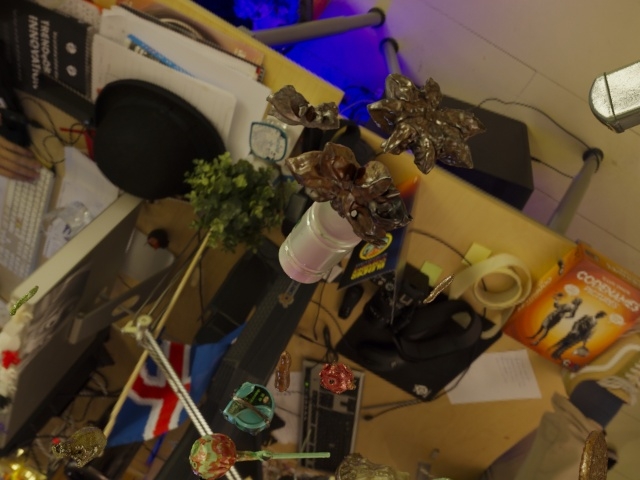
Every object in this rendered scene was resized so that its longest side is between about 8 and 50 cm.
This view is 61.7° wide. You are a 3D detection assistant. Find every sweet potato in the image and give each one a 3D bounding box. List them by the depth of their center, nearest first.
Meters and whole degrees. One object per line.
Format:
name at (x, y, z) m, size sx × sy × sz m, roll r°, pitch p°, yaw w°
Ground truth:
sweet potato at (0.324, 0.133, 1.459) m, size 0.026 × 0.026 × 0.115 m, roll 42°, pitch 95°, yaw -12°

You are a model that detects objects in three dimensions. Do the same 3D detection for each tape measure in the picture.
tape measure at (-0.195, 0.473, 1.522) m, size 0.146 × 0.125 × 0.081 m, roll 30°, pitch 145°, yaw 12°

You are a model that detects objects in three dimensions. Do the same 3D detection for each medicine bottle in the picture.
medicine bottle at (0.000, 0.000, 1.943) m, size 0.212 × 0.212 × 0.325 m, roll 33°, pitch 142°, yaw -6°

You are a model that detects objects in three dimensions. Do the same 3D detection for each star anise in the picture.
star anise at (0.035, -0.060, 0.615) m, size 0.167 × 0.057 × 0.168 m, roll 32°, pitch 158°, yaw 15°
star anise at (0.268, -0.293, 1.330) m, size 0.315 × 0.316 × 0.108 m, roll 22°, pitch 153°, yaw 3°
star anise at (-0.048, -0.404, 1.656) m, size 0.257 × 0.198 × 0.111 m, roll 11°, pitch 98°, yaw -14°

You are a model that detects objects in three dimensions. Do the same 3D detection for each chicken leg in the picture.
chicken leg at (-0.542, 0.465, 1.196) m, size 0.070 × 0.093 × 0.178 m, roll 13°, pitch 165°, yaw 5°

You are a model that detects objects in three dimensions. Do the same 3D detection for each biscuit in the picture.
biscuit at (0.611, 0.522, 1.202) m, size 0.027 × 0.188 × 0.188 m, roll 0°, pitch 125°, yaw 39°

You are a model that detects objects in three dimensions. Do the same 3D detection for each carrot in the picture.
carrot at (-0.081, 0.280, 1.151) m, size 0.035 × 0.036 × 0.165 m, roll 15°, pitch 138°, yaw 8°

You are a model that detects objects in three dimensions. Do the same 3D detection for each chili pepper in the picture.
chili pepper at (-0.665, 0.136, 1.201) m, size 0.030 × 0.083 × 0.017 m, roll -5°, pitch 133°, yaw 45°

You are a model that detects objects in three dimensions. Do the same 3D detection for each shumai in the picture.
shumai at (0.060, 0.380, 0.779) m, size 0.105 × 0.123 × 0.139 m, roll 1°, pitch 163°, yaw 41°

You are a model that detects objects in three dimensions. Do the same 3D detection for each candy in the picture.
candy at (-0.118, 0.437, 1.077) m, size 0.287 × 0.078 × 0.084 m, roll 7°, pitch 90°, yaw -17°

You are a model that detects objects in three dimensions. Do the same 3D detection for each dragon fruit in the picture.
dragon fruit at (0.055, 0.454, 1.734) m, size 0.112 × 0.068 × 0.127 m, roll -18°, pitch 109°, yaw 7°

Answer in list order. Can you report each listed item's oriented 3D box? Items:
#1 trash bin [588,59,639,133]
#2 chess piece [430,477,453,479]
trash bin at (0.896, -0.419, 1.524) m, size 0.101 × 0.177 × 0.236 m, roll 20°, pitch 151°, yaw -41°
chess piece at (0.309, 0.528, 0.912) m, size 0.299 × 0.195 × 0.195 m, roll 34°, pitch 127°, yaw -12°
